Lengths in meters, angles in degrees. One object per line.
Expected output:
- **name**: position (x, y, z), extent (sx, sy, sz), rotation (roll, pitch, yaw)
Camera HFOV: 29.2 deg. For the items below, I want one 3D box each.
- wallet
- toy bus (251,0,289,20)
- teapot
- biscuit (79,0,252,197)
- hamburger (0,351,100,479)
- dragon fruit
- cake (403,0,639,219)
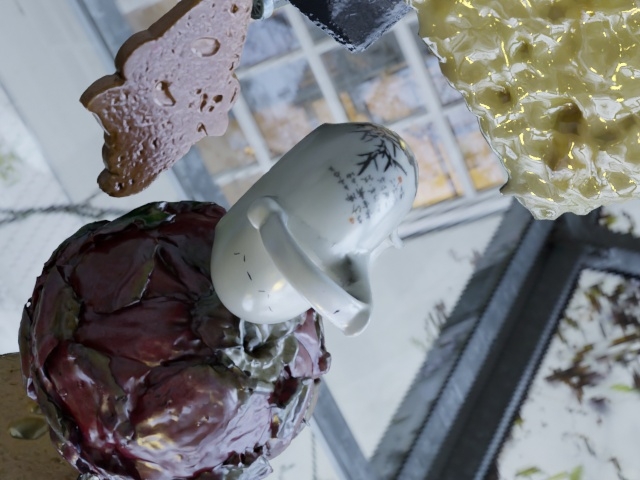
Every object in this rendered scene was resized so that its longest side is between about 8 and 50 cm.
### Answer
- **wallet**: position (-0.008, -0.303, 1.294), extent (0.124, 0.244, 0.025), rotation (-39, -153, 33)
- **toy bus**: position (-0.025, -0.439, 1.686), extent (0.144, 0.152, 0.330), rotation (-27, 173, -33)
- **teapot**: position (0.000, 0.000, 1.048), extent (0.208, 0.166, 0.299), rotation (-32, -167, 13)
- **biscuit**: position (-0.157, -0.166, 1.298), extent (0.043, 0.183, 0.280), rotation (41, -72, 38)
- **hamburger**: position (-0.364, 0.286, 1.510), extent (0.287, 0.268, 0.445), rotation (18, -158, 8)
- **dragon fruit**: position (-0.153, 0.110, 1.260), extent (0.329, 0.329, 0.329), rotation (-20, -152, 11)
- **cake**: position (0.173, -0.190, 0.589), extent (0.222, 0.227, 0.286), rotation (-17, -150, 30)
